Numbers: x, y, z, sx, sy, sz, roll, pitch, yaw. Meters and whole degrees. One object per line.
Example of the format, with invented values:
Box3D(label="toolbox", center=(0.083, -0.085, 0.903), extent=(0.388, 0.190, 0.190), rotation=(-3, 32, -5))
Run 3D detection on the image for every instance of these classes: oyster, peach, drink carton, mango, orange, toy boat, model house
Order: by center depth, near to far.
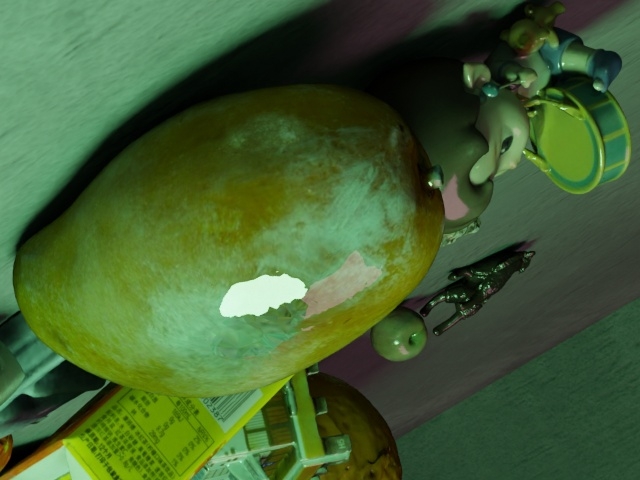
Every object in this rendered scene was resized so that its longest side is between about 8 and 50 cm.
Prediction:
Box3D(label="mango", center=(-0.081, 0.008, 1.174), extent=(0.384, 0.199, 0.221), rotation=(-16, 141, 30))
Box3D(label="toy boat", center=(-0.242, 0.105, 1.458), extent=(0.283, 0.078, 0.127), rotation=(-35, 165, 27))
Box3D(label="drink carton", center=(-0.135, 0.149, 1.515), extent=(0.154, 0.111, 0.351), rotation=(-33, -173, 47))
Box3D(label="model house", center=(-0.098, 0.209, 1.858), extent=(0.215, 0.198, 0.224), rotation=(-10, 163, -16))
Box3D(label="oyster", center=(0.137, -0.004, 1.872), extent=(0.100, 0.037, 0.098), rotation=(-32, 165, 18))
Box3D(label="orange", center=(-0.057, 0.332, 2.187), extent=(0.340, 0.293, 0.341), rotation=(-31, 149, -21))
Box3D(label="peach", center=(0.110, 0.132, 2.233), extent=(0.083, 0.083, 0.083), rotation=(-26, 166, -7))

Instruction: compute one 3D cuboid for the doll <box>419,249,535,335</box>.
Box3D(label="doll", center=(0.235, 0.061, 2.269), extent=(0.165, 0.057, 0.139), rotation=(-26, 164, -26))

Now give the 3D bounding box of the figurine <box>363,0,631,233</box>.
Box3D(label="figurine", center=(0.121, -0.083, 1.305), extent=(0.275, 0.158, 0.161), rotation=(-23, 156, -22))

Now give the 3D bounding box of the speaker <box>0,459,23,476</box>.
Box3D(label="speaker", center=(-0.301, 0.314, 1.909), extent=(0.388, 0.180, 0.184), rotation=(-12, 154, -47))

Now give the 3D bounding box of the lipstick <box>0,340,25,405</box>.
Box3D(label="lipstick", center=(-0.324, 0.142, 1.261), extent=(0.077, 0.079, 0.253), rotation=(-40, -177, 16))

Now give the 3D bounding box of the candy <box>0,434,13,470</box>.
Box3D(label="candy", center=(-0.280, 0.155, 1.612), extent=(0.287, 0.078, 0.084), rotation=(-35, 154, -4))
